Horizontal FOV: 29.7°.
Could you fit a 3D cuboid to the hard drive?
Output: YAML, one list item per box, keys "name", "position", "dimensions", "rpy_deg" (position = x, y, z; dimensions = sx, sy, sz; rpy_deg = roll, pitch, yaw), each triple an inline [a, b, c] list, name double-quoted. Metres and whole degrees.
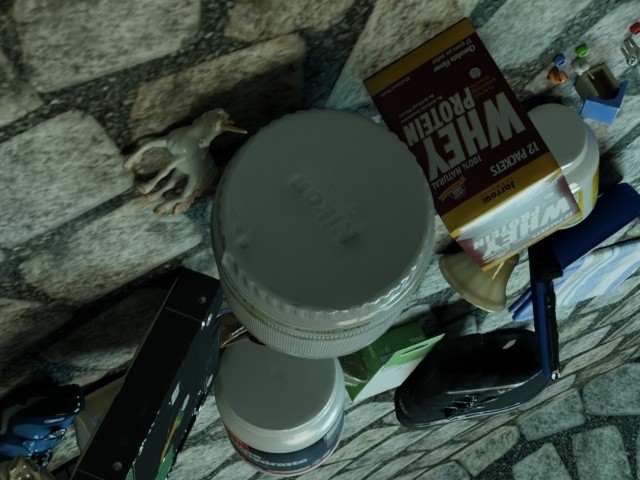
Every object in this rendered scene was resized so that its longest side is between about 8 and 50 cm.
- name: "hard drive"
  position: [-0.211, 0.230, 1.466]
  dimensions: [0.237, 0.064, 0.339]
  rpy_deg: [99, 12, -55]

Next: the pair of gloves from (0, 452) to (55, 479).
- name: "pair of gloves"
  position: [-0.385, 0.274, 1.437]
  dimensions: [0.042, 0.240, 0.204]
  rpy_deg: [-38, 167, -32]

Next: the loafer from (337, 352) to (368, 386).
- name: "loafer"
  position: [0.024, 0.216, 2.057]
  dimensions: [0.050, 0.056, 0.148]
  rpy_deg: [-27, 146, 33]

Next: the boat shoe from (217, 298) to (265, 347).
- name: "boat shoe"
  position: [-0.079, 0.111, 1.663]
  dimensions: [0.183, 0.066, 0.066]
  rpy_deg: [-12, 156, -33]

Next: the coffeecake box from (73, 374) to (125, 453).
- name: "coffeecake box"
  position: [-0.279, 0.259, 1.748]
  dimensions: [0.142, 0.068, 0.185]
  rpy_deg: [-29, 161, -20]

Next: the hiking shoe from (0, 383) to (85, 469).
- name: "hiking shoe"
  position: [-0.399, 0.301, 1.631]
  dimensions: [0.113, 0.132, 0.304]
  rpy_deg: [-1, 147, -49]

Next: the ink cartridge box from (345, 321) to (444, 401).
- name: "ink cartridge box"
  position: [0.123, 0.203, 2.133]
  dimensions: [0.109, 0.062, 0.209]
  rpy_deg: [-15, 156, -29]

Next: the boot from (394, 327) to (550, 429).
- name: "boot"
  position: [0.343, 0.237, 2.307]
  dimensions: [0.367, 0.146, 0.445]
  rpy_deg: [-21, 164, -14]

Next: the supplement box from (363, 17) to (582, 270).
- name: "supplement box"
  position: [0.168, -0.096, 1.299]
  dimensions: [0.129, 0.194, 0.191]
  rpy_deg: [-31, 159, 9]

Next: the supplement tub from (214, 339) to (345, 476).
- name: "supplement tub"
  position: [-0.058, 0.237, 1.812]
  dimensions: [0.191, 0.191, 0.272]
  rpy_deg: [-24, 159, -8]

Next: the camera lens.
- name: "camera lens"
  position: [0.000, 0.000, 1.238]
  dimensions: [0.219, 0.219, 0.274]
  rpy_deg: [-24, 169, -8]

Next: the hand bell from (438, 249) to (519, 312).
- name: "hand bell"
  position: [0.295, -0.020, 1.805]
  dimensions: [0.126, 0.126, 0.242]
  rpy_deg: [-1, 134, -50]

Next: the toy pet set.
- name: "toy pet set"
  position: [0.343, -0.191, 1.472]
  dimensions: [0.122, 0.065, 0.114]
  rpy_deg: [-23, 159, -10]

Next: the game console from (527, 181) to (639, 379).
- name: "game console"
  position: [0.412, 0.055, 1.859]
  dimensions: [0.173, 0.250, 0.293]
  rpy_deg: [-5, -171, 9]

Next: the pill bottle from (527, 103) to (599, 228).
- name: "pill bottle"
  position: [0.302, -0.097, 1.568]
  dimensions: [0.117, 0.117, 0.208]
  rpy_deg: [-29, 160, 3]

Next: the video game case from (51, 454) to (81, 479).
- name: "video game case"
  position: [-0.393, 0.488, 1.914]
  dimensions: [0.275, 0.248, 0.035]
  rpy_deg: [-31, 158, 10]

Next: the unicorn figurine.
- name: "unicorn figurine"
  position: [-0.132, -0.080, 1.180]
  dimensions: [0.111, 0.060, 0.162]
  rpy_deg: [-35, 174, -7]

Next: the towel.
- name: "towel"
  position: [0.520, 0.073, 2.354]
  dimensions: [0.285, 0.034, 0.209]
  rpy_deg: [-12, 154, -34]
